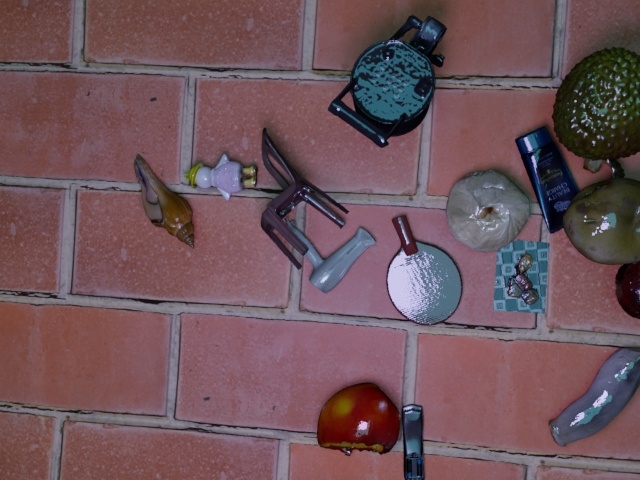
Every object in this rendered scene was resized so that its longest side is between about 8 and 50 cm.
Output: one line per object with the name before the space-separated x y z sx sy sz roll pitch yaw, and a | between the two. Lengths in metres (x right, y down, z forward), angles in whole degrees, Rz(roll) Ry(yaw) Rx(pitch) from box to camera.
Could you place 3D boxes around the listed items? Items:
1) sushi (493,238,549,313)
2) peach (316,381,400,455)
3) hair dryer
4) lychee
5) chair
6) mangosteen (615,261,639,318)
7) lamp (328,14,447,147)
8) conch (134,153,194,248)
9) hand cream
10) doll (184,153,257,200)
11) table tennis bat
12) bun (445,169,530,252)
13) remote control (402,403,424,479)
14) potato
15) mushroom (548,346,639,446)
sushi | 0.536 0.093 1.776 0.139 0.031 0.200 3 91 7
peach | 0.097 0.488 1.749 0.226 0.190 0.196 -42 96 -2
hair dryer | 0.000 0.000 1.829 0.237 0.075 0.206 42 88 12
lychee | 0.707 -0.317 1.641 0.270 0.320 0.269 -5 71 14
chair | -0.101 -0.114 1.749 0.326 0.175 0.183 44 73 9
mangosteen | 0.837 0.124 1.679 0.180 0.166 0.166 10 92 3
lamp | 0.175 -0.367 1.694 0.205 0.272 0.374 36 74 5
conch | -0.430 -0.106 1.861 0.109 0.093 0.330 -44 65 22
hand cream | 0.605 -0.162 1.761 0.120 0.061 0.270 -26 95 1
doll | -0.276 -0.174 1.839 0.208 0.081 0.129 1 103 9
table tennis bat | 0.265 0.081 1.802 0.201 0.038 0.309 -21 89 6
bun | 0.431 -0.078 1.734 0.221 0.134 0.220 0 91 5
remote control | 0.252 0.551 1.812 0.059 0.028 0.211 -2 90 7
potato | 0.778 -0.051 1.655 0.352 0.218 0.202 3 121 -4
mushroom | 0.732 0.402 1.726 0.109 0.097 0.351 41 97 5
